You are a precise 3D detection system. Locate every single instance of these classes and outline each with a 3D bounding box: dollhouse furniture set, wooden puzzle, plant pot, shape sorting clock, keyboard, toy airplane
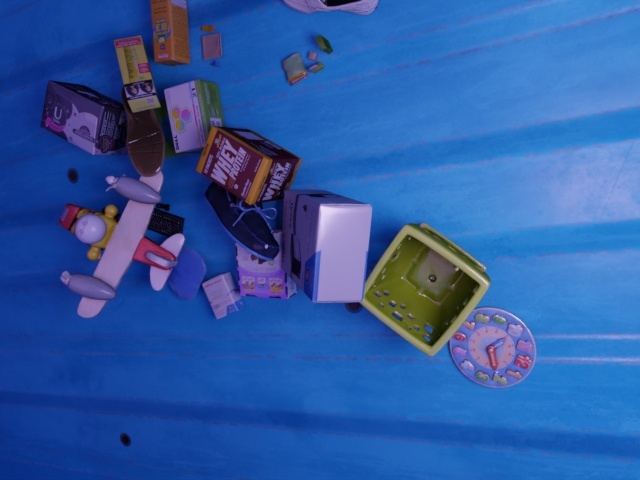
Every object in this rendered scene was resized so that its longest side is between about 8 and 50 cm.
[{"bbox_3d":[-0.043,-0.474,1.248,0.151,0.058,0.076,-23,89,25],"label":"dollhouse furniture set"},{"bbox_3d":[-0.314,-0.564,1.378,0.078,0.014,0.117,9,103,26],"label":"wooden puzzle"},{"bbox_3d":[0.255,0.098,1.136,0.227,0.207,0.228,37,111,13],"label":"plant pot"},{"bbox_3d":[0.425,0.268,1.182,0.206,0.040,0.207,4,100,23],"label":"shape sorting clock"},{"bbox_3d":[-0.522,-0.072,1.549,0.180,0.023,0.108,18,106,19],"label":"keyboard"},{"bbox_3d":[-0.616,-0.001,1.440,0.383,0.272,0.387,-21,75,9],"label":"toy airplane"}]

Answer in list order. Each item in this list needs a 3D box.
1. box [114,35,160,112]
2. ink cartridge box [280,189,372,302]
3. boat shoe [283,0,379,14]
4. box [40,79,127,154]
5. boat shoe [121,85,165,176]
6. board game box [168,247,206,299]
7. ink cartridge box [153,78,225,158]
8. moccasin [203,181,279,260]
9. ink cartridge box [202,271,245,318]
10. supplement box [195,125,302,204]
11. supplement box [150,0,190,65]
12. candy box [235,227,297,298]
[{"bbox_3d":[-0.545,-0.495,1.410,0.087,0.058,0.233,-14,70,-11],"label":"box"},{"bbox_3d":[0.000,0.000,1.172,0.128,0.307,0.224,0,102,-19],"label":"ink cartridge box"},{"bbox_3d":[0.011,-0.616,1.183,0.267,0.088,0.096,21,107,19],"label":"boat shoe"},{"bbox_3d":[-0.750,-0.391,1.527,0.247,0.142,0.164,27,108,18],"label":"box"},{"bbox_3d":[-0.538,-0.327,1.449,0.109,0.098,0.303,-13,79,-15],"label":"boat shoe"},{"bbox_3d":[-0.423,0.104,1.532,0.133,0.033,0.169,35,109,21],"label":"board game box"},{"bbox_3d":[-0.418,-0.351,1.414,0.254,0.097,0.189,-6,97,24],"label":"ink cartridge box"},{"bbox_3d":[-0.215,-0.083,1.295,0.342,0.137,0.117,45,104,31],"label":"moccasin"},{"bbox_3d":[-0.302,0.170,1.478,0.088,0.052,0.123,-24,90,25],"label":"ink cartridge box"},{"bbox_3d":[-0.189,-0.205,1.284,0.191,0.194,0.129,32,110,16],"label":"supplement box"},{"bbox_3d":[-0.439,-0.637,1.384,0.077,0.080,0.234,3,102,25],"label":"supplement box"},{"bbox_3d":[-0.159,0.064,1.387,0.164,0.070,0.197,2,100,24],"label":"candy box"}]
